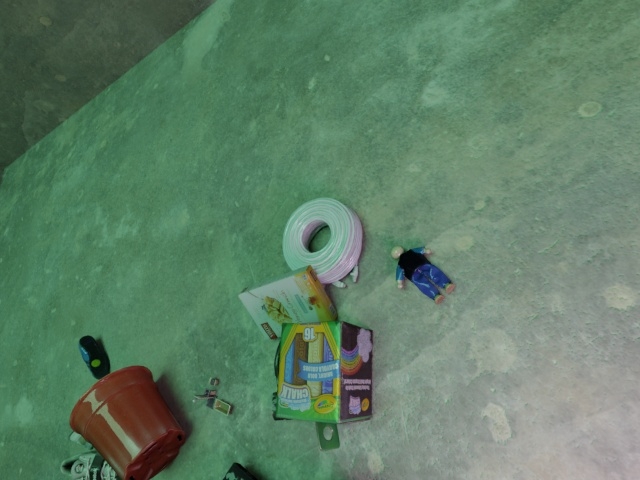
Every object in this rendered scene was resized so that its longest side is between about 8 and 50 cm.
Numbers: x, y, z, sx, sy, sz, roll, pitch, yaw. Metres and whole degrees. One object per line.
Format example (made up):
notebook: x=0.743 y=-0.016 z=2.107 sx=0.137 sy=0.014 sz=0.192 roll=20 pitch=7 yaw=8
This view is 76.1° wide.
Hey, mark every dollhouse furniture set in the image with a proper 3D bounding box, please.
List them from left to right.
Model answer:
dollhouse furniture set: x=-0.328 y=0.481 z=1.250 sx=0.114 sy=0.081 sz=0.091 roll=9 pitch=79 yaw=35

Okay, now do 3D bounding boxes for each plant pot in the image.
plant pot: x=-0.584 y=0.587 z=1.284 sx=0.265 sy=0.272 sz=0.272 roll=33 pitch=93 yaw=28

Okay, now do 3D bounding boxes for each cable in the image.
cable: x=0.000 y=0.000 z=1.203 sx=0.257 sy=0.089 sz=0.257 roll=3 pitch=76 yaw=34

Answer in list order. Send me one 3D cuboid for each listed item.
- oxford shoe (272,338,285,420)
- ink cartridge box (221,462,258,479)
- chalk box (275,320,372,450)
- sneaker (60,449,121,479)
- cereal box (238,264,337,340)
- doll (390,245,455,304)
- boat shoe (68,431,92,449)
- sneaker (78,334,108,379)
oxford shoe: x=-0.078 y=0.377 z=1.138 sx=0.096 sy=0.083 sz=0.227 roll=-7 pitch=71 yaw=14
ink cartridge box: x=-0.263 y=0.783 z=1.023 sx=0.176 sy=0.069 sz=0.371 roll=23 pitch=66 yaw=29
chalk box: x=0.013 y=0.356 z=1.013 sx=0.179 sy=0.180 sz=0.288 roll=-8 pitch=68 yaw=31
sneaker: x=-0.749 y=0.780 z=1.381 sx=0.331 sy=0.146 sz=0.122 roll=-14 pitch=65 yaw=27
cereal box: x=-0.095 y=0.183 z=1.165 sx=0.240 sy=0.047 sz=0.173 roll=-22 pitch=106 yaw=25
doll: x=0.245 y=0.078 z=1.044 sx=0.129 sy=0.046 sz=0.189 roll=-48 pitch=55 yaw=8
boat shoe: x=-0.772 y=0.634 z=1.479 sx=0.320 sy=0.103 sz=0.118 roll=-44 pitch=11 yaw=9
sneaker: x=-0.912 y=0.481 z=1.648 sx=0.209 sy=0.069 sz=0.082 roll=46 pitch=133 yaw=26
